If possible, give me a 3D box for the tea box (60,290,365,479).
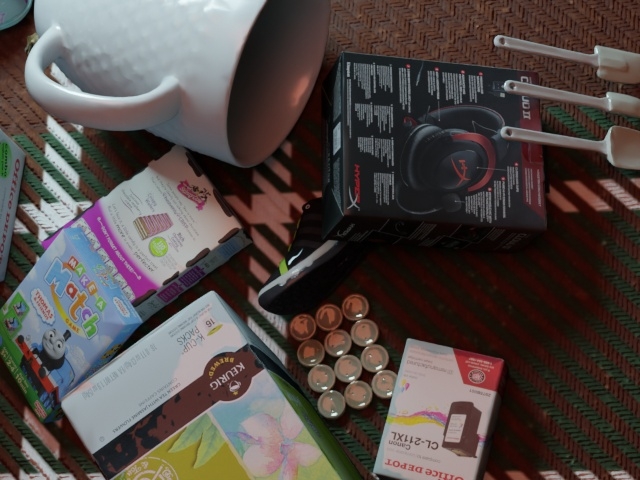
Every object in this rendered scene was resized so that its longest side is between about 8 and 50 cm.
[{"bbox_3d":[-0.085,0.279,1.603,0.220,0.329,0.323,-37,70,-2],"label":"tea box"}]

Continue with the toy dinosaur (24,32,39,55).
[{"bbox_3d":[-0.339,-0.295,1.973,0.183,0.053,0.092,-22,69,4],"label":"toy dinosaur"}]

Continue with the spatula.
[{"bbox_3d":[0.327,-0.176,1.756,0.242,0.019,0.168,6,75,-27],"label":"spatula"}]

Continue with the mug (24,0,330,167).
[{"bbox_3d":[-0.216,-0.252,1.787,0.328,0.276,0.374,22,42,18],"label":"mug"}]

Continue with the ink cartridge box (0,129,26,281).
[{"bbox_3d":[-0.540,-0.076,1.831,0.197,0.270,0.198,3,74,10],"label":"ink cartridge box"}]

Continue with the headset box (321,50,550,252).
[{"bbox_3d":[0.154,-0.106,1.747,0.293,0.110,0.218,3,73,-14],"label":"headset box"}]

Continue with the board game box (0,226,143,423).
[{"bbox_3d":[-0.336,0.111,1.803,0.211,0.039,0.160,-48,67,28],"label":"board game box"}]

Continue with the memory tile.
[{"bbox_3d":[0.030,0.149,1.788,0.113,0.012,0.148,-22,71,4],"label":"memory tile"}]

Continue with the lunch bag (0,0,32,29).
[{"bbox_3d":[-0.541,-0.411,2.018,0.224,0.108,0.279,-19,72,2],"label":"lunch bag"}]

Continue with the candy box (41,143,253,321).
[{"bbox_3d":[-0.230,0.002,1.852,0.233,0.071,0.159,-36,70,0],"label":"candy box"}]

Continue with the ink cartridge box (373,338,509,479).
[{"bbox_3d":[0.150,0.223,1.710,0.128,0.072,0.175,12,76,14],"label":"ink cartridge box"}]

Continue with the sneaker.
[{"bbox_3d":[0.000,0.000,1.813,0.235,0.084,0.097,-41,59,-9],"label":"sneaker"}]
